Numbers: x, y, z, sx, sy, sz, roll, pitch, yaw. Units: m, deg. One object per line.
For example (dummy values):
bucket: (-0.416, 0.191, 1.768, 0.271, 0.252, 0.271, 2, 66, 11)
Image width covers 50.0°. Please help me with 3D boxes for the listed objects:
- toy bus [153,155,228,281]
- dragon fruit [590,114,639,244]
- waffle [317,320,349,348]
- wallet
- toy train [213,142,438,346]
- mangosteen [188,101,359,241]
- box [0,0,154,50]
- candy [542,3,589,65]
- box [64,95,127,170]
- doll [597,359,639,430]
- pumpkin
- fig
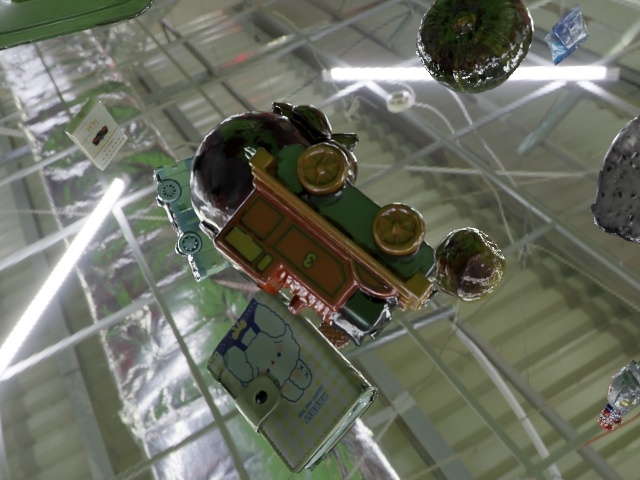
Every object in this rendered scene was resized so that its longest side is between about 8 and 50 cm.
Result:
toy bus: (-0.306, -0.064, 1.800, 0.190, 0.312, 0.152, -22, -179, -17)
dragon fruit: (0.498, -0.059, 0.790, 0.221, 0.203, 0.283, 7, -161, -23)
waffle: (0.032, 0.210, 1.554, 0.083, 0.029, 0.075, -28, -113, -30)
wallet: (-0.063, 0.251, 1.280, 0.309, 0.077, 0.223, 42, -82, 33)
toy train: (0.000, 0.000, 1.032, 0.369, 0.163, 0.231, 39, -95, 11)
mangosteen: (-0.075, -0.117, 1.301, 0.347, 0.307, 0.307, -44, -133, -13)
box: (-0.428, -0.448, 1.013, 0.329, 0.252, 0.178, -26, -119, -28)
candy: (0.485, -0.402, 1.355, 0.088, 0.136, 0.038, -39, -117, 17)
box: (-0.451, -0.214, 1.391, 0.024, 0.167, 0.090, 30, -104, 12)
doll: (0.570, 0.288, 1.288, 0.104, 0.194, 0.062, -9, -138, -11)
pumpkin: (0.298, -0.392, 1.334, 0.224, 0.157, 0.223, -6, -104, 23)
fig: (0.292, 0.046, 1.336, 0.144, 0.154, 0.166, 40, -135, 24)
